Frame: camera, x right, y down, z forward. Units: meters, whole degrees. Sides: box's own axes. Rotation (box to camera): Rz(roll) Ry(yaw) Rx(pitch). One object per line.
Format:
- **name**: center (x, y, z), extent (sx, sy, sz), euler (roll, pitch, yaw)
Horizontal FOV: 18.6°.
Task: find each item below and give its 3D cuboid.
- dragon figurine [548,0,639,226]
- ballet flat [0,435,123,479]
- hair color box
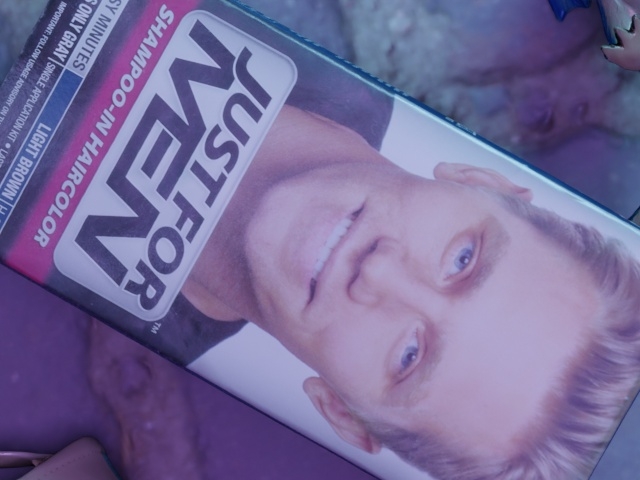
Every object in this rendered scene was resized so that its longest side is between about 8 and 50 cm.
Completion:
- **dragon figurine**: center (0.166, -0.152, 1.032), extent (0.085, 0.144, 0.289), euler (-10, 118, -7)
- **ballet flat**: center (-0.221, 0.162, 1.042), extent (0.248, 0.086, 0.086), euler (-15, 99, -6)
- **hair color box**: center (0.000, 0.000, 0.992), extent (0.347, 0.105, 0.174), euler (29, 93, 2)
